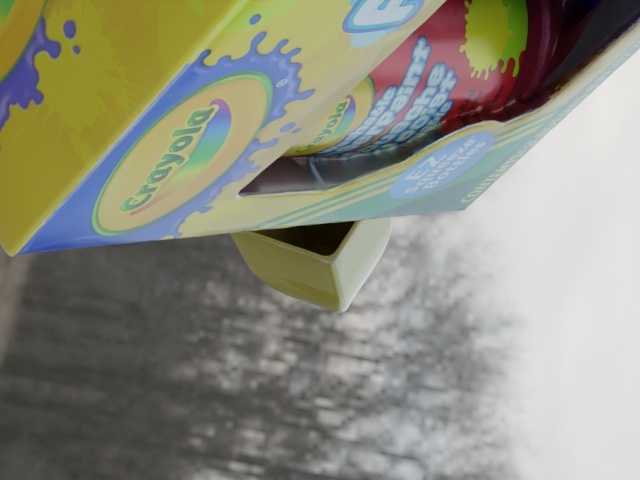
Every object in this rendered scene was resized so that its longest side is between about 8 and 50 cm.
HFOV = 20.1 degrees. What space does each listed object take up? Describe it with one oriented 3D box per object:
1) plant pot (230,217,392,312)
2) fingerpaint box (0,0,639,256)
[{"bbox_3d":[0.000,0.000,1.177,0.081,0.081,0.083,-56,149,-30],"label":"plant pot"},{"bbox_3d":[0.072,-0.191,0.834,0.445,0.163,0.371,-44,158,31],"label":"fingerpaint box"}]
